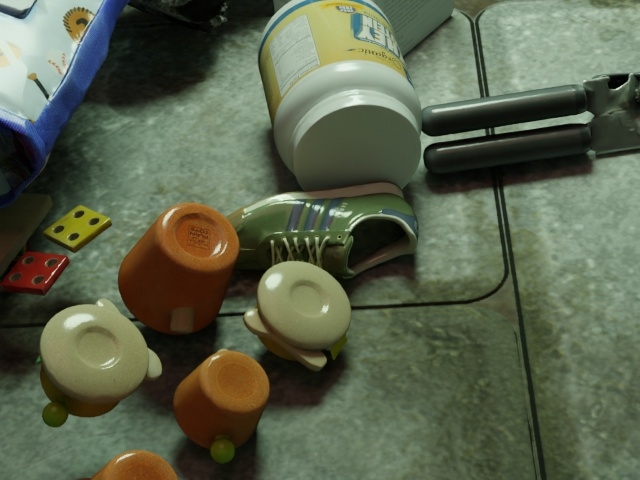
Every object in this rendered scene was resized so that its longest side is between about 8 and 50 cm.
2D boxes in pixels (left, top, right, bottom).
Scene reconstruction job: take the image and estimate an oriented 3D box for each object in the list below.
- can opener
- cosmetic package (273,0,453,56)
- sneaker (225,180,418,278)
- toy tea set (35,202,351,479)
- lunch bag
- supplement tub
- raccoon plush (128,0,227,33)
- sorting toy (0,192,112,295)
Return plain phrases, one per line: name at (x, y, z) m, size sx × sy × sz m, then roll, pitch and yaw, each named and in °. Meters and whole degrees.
can opener at (0.237, -0.121, 1.352) m, size 0.283 × 0.076 × 0.095 m, roll -8°, pitch 9°, yaw -2°
cosmetic package at (0.044, -0.312, 1.490) m, size 0.151 × 0.184 × 0.151 m, roll 25°, pitch 50°, yaw 30°
sneaker at (0.000, 0.000, 1.228) m, size 0.192 × 0.064 × 0.086 m, roll -13°, pitch 37°, yaw -13°
toy tea set at (-0.129, 0.115, 1.109) m, size 0.200 × 0.124 × 0.336 m, roll 38°, pitch 48°, yaw 3°
lunch bag at (-0.389, -0.182, 1.303) m, size 0.385 × 0.239 × 0.328 m, roll -2°, pitch 45°, yaw 19°
supplement tub at (0.019, -0.139, 1.325) m, size 0.144 × 0.144 × 0.200 m, roll -10°, pitch 41°, yaw -4°
raccoon plush at (-0.208, -0.422, 1.459) m, size 0.446 × 0.299 × 0.216 m, roll 19°, pitch 4°, yaw -33°
sorting toy at (-0.322, 0.012, 1.259) m, size 0.274 × 0.046 × 0.132 m, roll 3°, pitch 41°, yaw 23°
